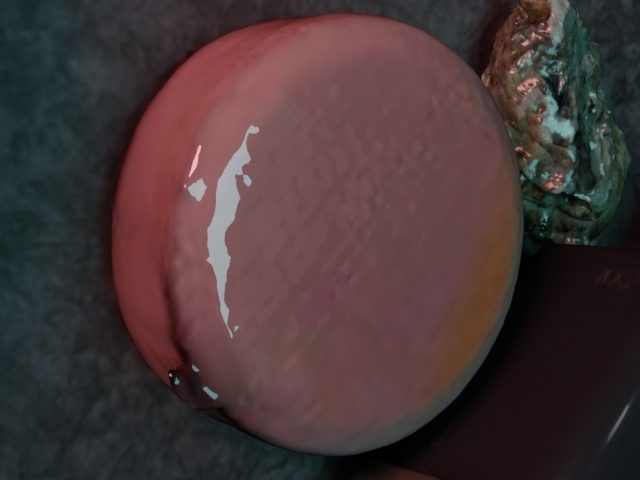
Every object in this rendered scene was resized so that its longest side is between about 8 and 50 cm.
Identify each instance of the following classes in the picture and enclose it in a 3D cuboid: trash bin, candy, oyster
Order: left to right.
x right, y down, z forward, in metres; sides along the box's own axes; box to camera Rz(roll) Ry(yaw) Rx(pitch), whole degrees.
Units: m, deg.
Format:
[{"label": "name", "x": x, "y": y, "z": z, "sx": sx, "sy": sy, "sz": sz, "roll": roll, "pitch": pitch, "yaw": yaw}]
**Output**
[{"label": "candy", "x": 0.000, "y": 0.000, "z": 0.631, "sx": 0.255, "sy": 0.094, "sz": 0.255, "roll": -6, "pitch": 100, "yaw": -35}, {"label": "oyster", "x": 0.158, "y": -0.074, "z": 0.758, "sx": 0.177, "sy": 0.064, "sz": 0.125, "roll": 46, "pitch": 66, "yaw": -33}, {"label": "trash bin", "x": 0.151, "y": 0.159, "z": 0.718, "sx": 0.290, "sy": 0.182, "sz": 0.209, "roll": -52, "pitch": 124, "yaw": -25}]
